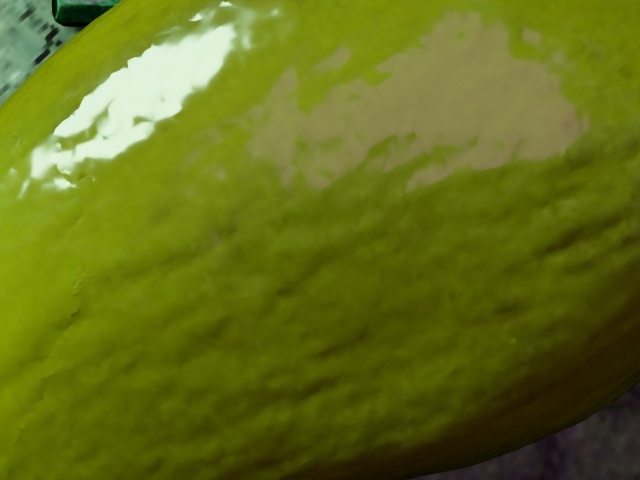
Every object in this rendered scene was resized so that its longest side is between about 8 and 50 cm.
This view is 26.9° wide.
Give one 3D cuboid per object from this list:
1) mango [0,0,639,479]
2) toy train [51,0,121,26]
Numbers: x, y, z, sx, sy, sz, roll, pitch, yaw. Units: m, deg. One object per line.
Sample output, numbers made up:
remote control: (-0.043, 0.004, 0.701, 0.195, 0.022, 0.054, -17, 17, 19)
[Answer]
mango: (0.000, -0.008, 0.442, 0.331, 0.142, 0.195, -19, 109, -7)
toy train: (-0.021, -0.133, 0.493, 0.170, 0.071, 0.111, -1, 96, -14)
